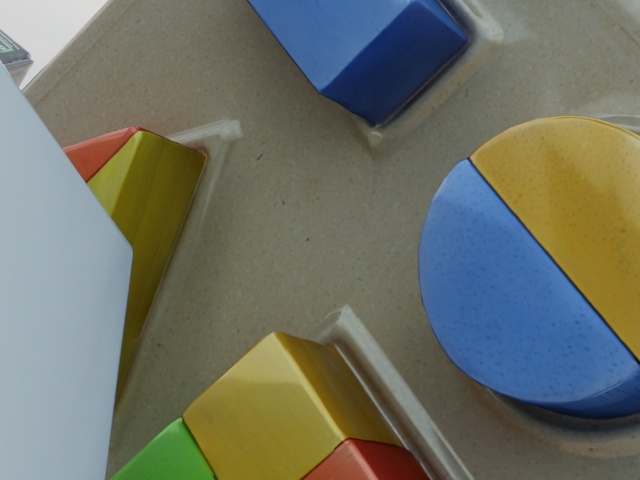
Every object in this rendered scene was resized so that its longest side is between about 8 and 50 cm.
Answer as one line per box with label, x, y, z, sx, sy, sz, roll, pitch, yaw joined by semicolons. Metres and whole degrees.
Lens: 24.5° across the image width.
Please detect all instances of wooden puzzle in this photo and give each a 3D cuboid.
wooden puzzle;0.000;0.000;0.523;0.322;0.348;0.080;54;11;27

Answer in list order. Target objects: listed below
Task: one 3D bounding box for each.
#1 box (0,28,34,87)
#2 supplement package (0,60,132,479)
box;-0.279;-0.132;0.811;0.191;0.045;0.184;40;21;8
supplement package;-0.178;0.040;0.322;0.198;0.199;0.262;0;-23;9
